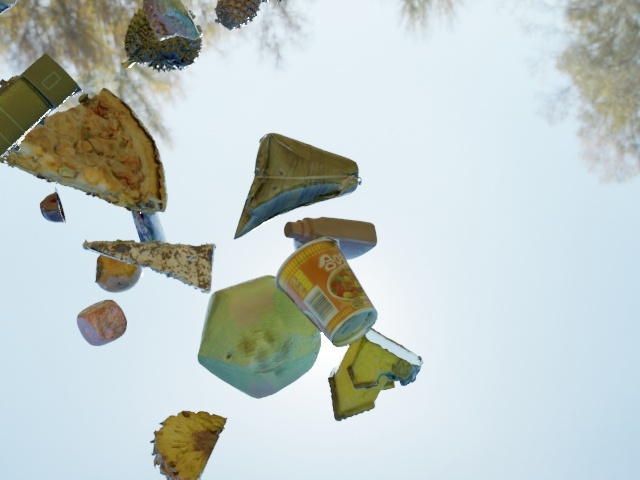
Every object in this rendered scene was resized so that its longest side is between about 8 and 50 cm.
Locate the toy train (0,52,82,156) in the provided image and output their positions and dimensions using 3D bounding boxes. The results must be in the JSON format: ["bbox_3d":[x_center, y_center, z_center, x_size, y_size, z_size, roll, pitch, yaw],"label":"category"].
[{"bbox_3d":[-0.459,-0.169,1.052,0.137,0.090,0.225,-2,-134,54],"label":"toy train"}]

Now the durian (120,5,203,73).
[{"bbox_3d":[-0.413,-0.516,1.925,0.237,0.193,0.138,-44,-116,-2],"label":"durian"}]

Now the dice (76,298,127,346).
[{"bbox_3d":[-0.548,0.207,1.827,0.093,0.094,0.091,-4,-157,44],"label":"dice"}]

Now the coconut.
[{"bbox_3d":[-0.172,0.251,1.900,0.329,0.328,0.281,-18,-165,-25],"label":"coconut"}]

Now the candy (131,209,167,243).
[{"bbox_3d":[-0.512,-0.058,2.154,0.061,0.312,0.088,0,-132,3],"label":"candy"}]

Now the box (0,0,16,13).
[{"bbox_3d":[-0.718,-0.631,1.294,0.111,0.396,0.396,-25,-124,15],"label":"box"}]

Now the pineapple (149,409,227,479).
[{"bbox_3d":[-0.305,0.471,1.560,0.140,0.164,0.249,22,-153,0],"label":"pineapple"}]

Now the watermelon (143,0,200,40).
[{"bbox_3d":[-0.304,-0.455,1.387,0.080,0.155,0.101,-23,180,2],"label":"watermelon"}]

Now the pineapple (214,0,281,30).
[{"bbox_3d":[-0.161,-0.554,1.656,0.103,0.083,0.221,31,-117,33],"label":"pineapple"}]

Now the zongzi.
[{"bbox_3d":[-0.034,-0.070,1.307,0.205,0.204,0.094,17,-179,-12],"label":"zongzi"}]

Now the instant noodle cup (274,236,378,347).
[{"bbox_3d":[0.023,0.113,1.497,0.169,0.168,0.185,-20,-124,-29],"label":"instant noodle cup"}]

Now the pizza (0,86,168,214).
[{"bbox_3d":[-0.598,-0.275,1.999,0.435,0.080,0.391,22,-136,-17],"label":"pizza"}]

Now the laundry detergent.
[{"bbox_3d":[0.000,0.000,1.738,0.237,0.076,0.171,5,157,-35],"label":"laundry detergent"}]

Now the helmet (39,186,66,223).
[{"bbox_3d":[-0.754,-0.093,2.034,0.057,0.111,0.089,-12,-137,-11],"label":"helmet"}]

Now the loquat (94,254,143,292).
[{"bbox_3d":[-0.564,0.081,2.040,0.141,0.141,0.141,-3,-152,2],"label":"loquat"}]

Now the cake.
[{"bbox_3d":[-0.172,0.010,0.756,0.140,0.055,0.051,20,177,-12],"label":"cake"}]

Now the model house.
[{"bbox_3d":[0.102,0.312,1.585,0.170,0.211,0.194,31,-178,3],"label":"model house"}]
